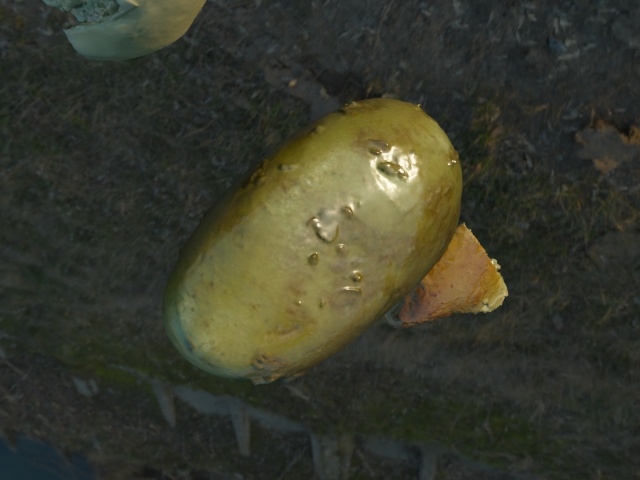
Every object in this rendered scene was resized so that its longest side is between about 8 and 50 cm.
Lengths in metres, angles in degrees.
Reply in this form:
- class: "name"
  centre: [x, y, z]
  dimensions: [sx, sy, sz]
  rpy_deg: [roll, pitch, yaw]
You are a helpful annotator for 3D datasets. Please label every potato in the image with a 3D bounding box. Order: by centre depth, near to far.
- class: "potato"
  centre: [0.000, 0.000, 0.736]
  dimensions: [0.173, 0.307, 0.210]
  rpy_deg: [48, 164, 1]

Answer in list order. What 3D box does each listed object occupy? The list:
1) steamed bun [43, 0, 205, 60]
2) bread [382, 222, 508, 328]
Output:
- class: "steamed bun"
  centre: [-0.203, -0.278, 0.816]
  dimensions: [0.200, 0.170, 0.225]
  rpy_deg: [28, 160, -11]
- class: "bread"
  centre: [0.146, 0.035, 0.913]
  dimensions: [0.154, 0.054, 0.136]
  rpy_deg: [-14, 139, -16]
